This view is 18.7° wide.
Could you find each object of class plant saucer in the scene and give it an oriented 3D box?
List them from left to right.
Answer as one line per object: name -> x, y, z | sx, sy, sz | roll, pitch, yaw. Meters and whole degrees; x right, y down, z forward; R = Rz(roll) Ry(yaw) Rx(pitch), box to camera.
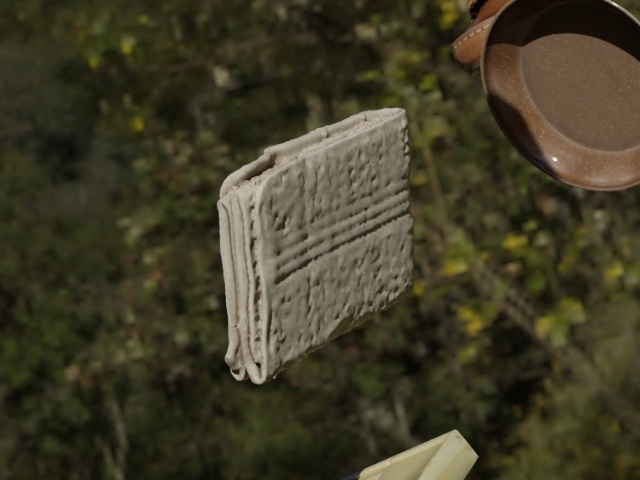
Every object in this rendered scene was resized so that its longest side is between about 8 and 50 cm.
plant saucer -> 0.234, -0.138, 1.708 | 0.199, 0.198, 0.036 | -18, 17, 46

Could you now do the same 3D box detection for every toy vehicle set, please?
toy vehicle set -> 0.013, 0.274, 1.805 | 0.267, 0.035, 0.166 | -30, 12, 43

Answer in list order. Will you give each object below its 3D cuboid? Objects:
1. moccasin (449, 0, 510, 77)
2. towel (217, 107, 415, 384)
moccasin -> 0.222, -0.287, 1.953 | 0.139, 0.147, 0.380 | -24, 19, 46
towel -> 0.000, 0.000, 1.716 | 0.049, 0.187, 0.282 | 9, 20, 32
